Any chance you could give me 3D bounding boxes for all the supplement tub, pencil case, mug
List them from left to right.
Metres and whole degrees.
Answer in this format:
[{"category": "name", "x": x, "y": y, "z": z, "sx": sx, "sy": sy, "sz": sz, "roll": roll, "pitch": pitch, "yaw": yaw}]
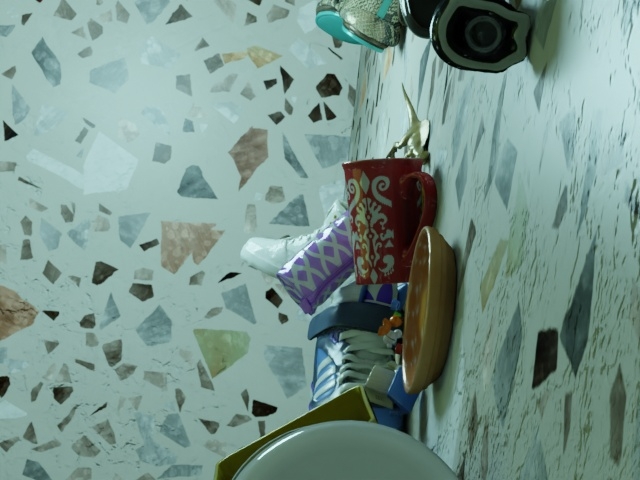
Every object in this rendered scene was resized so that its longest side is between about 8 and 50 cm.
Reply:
[{"category": "supplement tub", "x": 0.016, "y": 0.295, "z": 1.242, "sx": 0.331, "sy": 0.241, "sz": 0.241, "roll": 115, "pitch": 162, "yaw": -81}, {"category": "pencil case", "x": 0.034, "y": 0.018, "z": 1.866, "sx": 0.088, "sy": 0.206, "sz": 0.086, "roll": 41, "pitch": 169, "yaw": 47}, {"category": "mug", "x": 0.091, "y": -0.025, "z": 1.763, "sx": 0.150, "sy": 0.113, "sz": 0.169, "roll": 173, "pitch": 95, "yaw": -82}]

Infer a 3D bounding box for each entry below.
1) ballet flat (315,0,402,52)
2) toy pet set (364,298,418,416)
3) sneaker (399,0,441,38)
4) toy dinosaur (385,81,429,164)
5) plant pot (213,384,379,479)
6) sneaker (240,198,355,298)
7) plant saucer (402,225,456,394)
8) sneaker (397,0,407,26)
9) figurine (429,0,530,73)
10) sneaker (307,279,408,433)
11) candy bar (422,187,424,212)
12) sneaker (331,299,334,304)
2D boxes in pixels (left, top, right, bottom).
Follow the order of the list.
[{"category": "ballet flat", "x": 0.103, "y": -0.486, "z": 2.655, "sx": 0.182, "sy": 0.164, "sz": 0.483, "roll": -61, "pitch": 11, "yaw": 6}, {"category": "toy pet set", "x": 0.106, "y": 0.159, "z": 1.659, "sx": 0.122, "sy": 0.065, "sz": 0.114, "roll": 79, "pitch": -146, "yaw": -54}, {"category": "sneaker", "x": 0.152, "y": -0.373, "z": 1.676, "sx": 0.118, "sy": 0.083, "sz": 0.222, "roll": -105, "pitch": 23, "yaw": -82}, {"category": "toy dinosaur", "x": 0.140, "y": -0.148, "z": 1.933, "sx": 0.183, "sy": 0.053, "sz": 0.093, "roll": -97, "pitch": 27, "yaw": -47}, {"category": "plant pot", "x": 0.008, "y": 0.320, "z": 1.550, "sx": 0.187, "sy": 0.212, "sz": 0.212, "roll": 61, "pitch": 180, "yaw": -6}, {"category": "sneaker", "x": 0.000, "y": 0.000, "z": 2.280, "sx": 0.108, "sy": 0.292, "sz": 0.169, "roll": -15, "pitch": -61, "yaw": -61}, {"category": "plant saucer", "x": 0.129, "y": 0.084, "z": 1.534, "sx": 0.200, "sy": 0.037, "sz": 0.200, "roll": -174, "pitch": 90, "yaw": -87}, {"category": "sneaker", "x": 0.150, "y": -0.423, "z": 2.039, "sx": 0.188, "sy": 0.066, "sz": 0.071, "roll": 101, "pitch": 176, "yaw": -54}, {"category": "figurine", "x": 0.163, "y": -0.286, "z": 1.267, "sx": 0.209, "sy": 0.092, "sz": 0.215, "roll": -78, "pitch": -4, "yaw": -73}, {"category": "sneaker", "x": 0.062, "y": 0.157, "z": 1.827, "sx": 0.323, "sy": 0.130, "sz": 0.236, "roll": -126, "pitch": 48, "yaw": -78}, {"category": "candy bar", "x": 0.136, "y": -0.028, "z": 1.875, "sx": 0.161, "sy": 0.018, "sz": 0.040, "roll": 98, "pitch": 177, "yaw": -49}, {"category": "sneaker", "x": 0.069, "y": 0.096, "z": 2.523, "sx": 0.121, "sy": 0.079, "sz": 0.217, "roll": -74, "pitch": -1, "yaw": -86}]
